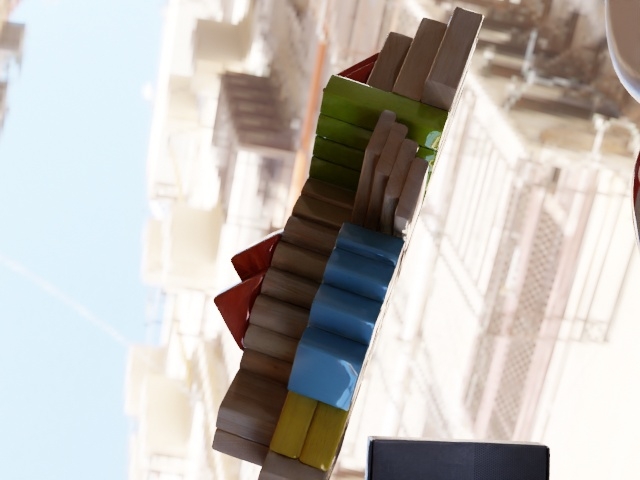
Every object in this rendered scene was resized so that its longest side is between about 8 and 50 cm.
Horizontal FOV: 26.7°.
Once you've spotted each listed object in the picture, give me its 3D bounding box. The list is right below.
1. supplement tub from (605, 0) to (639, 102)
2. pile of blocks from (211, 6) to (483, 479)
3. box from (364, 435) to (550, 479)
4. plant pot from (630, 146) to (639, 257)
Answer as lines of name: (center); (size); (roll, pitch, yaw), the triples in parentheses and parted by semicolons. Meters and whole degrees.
supplement tub: (0.379, -0.156, 0.863); (0.331, 0.241, 0.241); (14, -156, -16)
pile of blocks: (0.000, 0.000, 0.892); (0.112, 0.362, 0.149); (18, 164, 6)
box: (0.170, 0.344, 1.709); (0.232, 0.183, 0.059); (3, 177, -3)
plant pot: (0.221, -0.004, 0.468); (0.174, 0.191, 0.191); (-30, -141, -11)
